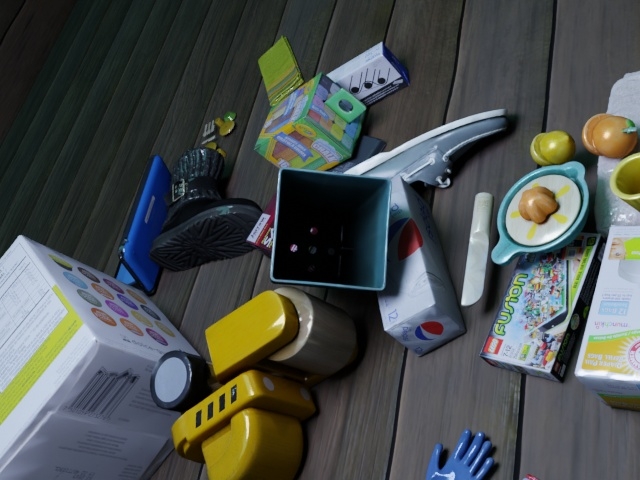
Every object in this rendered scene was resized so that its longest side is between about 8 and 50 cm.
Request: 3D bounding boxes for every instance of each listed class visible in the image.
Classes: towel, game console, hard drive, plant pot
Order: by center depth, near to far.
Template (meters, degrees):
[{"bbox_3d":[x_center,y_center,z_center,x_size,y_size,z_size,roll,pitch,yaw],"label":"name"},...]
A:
[{"bbox_3d":[0.482,-0.138,1.042,0.187,0.049,0.282,-10,53,41],"label":"towel"},{"bbox_3d":[0.000,0.000,1.196,0.234,0.166,0.165,135,140,-78],"label":"plant pot"},{"bbox_3d":[0.060,-0.148,1.500,0.094,0.022,0.135,24,78,52],"label":"hard drive"},{"bbox_3d":[-0.446,-0.019,1.796,0.174,0.250,0.293,0,56,14],"label":"game console"},{"bbox_3d":[-0.105,-0.427,1.901,0.102,0.021,0.237,-37,39,16],"label":"towel"}]

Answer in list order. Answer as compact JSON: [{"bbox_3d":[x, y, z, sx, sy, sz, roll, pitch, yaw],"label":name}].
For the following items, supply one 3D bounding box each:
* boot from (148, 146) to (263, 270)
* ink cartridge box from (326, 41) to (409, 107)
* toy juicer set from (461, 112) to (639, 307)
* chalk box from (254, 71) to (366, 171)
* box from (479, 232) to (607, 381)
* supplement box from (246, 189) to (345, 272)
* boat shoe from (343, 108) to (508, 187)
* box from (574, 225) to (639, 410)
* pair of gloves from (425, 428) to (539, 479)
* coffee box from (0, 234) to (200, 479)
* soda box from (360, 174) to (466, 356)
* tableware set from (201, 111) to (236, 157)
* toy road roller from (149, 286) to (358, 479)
[{"bbox_3d":[-0.235,-0.094,1.666,0.348,0.131,0.260,-15,50,38],"label":"boot"},{"bbox_3d":[0.070,-0.316,1.568,0.207,0.097,0.046,-25,44,31],"label":"ink cartridge box"},{"bbox_3d":[0.303,-0.067,1.065,0.329,0.089,0.209,-32,43,29],"label":"toy juicer set"},{"bbox_3d":[-0.005,-0.228,1.508,0.213,0.132,0.132,-25,38,46],"label":"chalk box"},{"bbox_3d":[0.309,0.084,1.044,0.114,0.036,0.207,6,64,48],"label":"box"},{"bbox_3d":[-0.025,-0.012,1.433,0.239,0.073,0.130,17,73,51],"label":"supplement box"},{"bbox_3d":[0.188,-0.133,1.326,0.320,0.116,0.099,-23,88,22],"label":"boat shoe"},{"bbox_3d":[0.393,0.093,0.896,0.114,0.103,0.203,-1,59,46],"label":"box"},{"bbox_3d":[0.197,0.336,0.962,0.159,0.023,0.198,-53,38,-5],"label":"pair of gloves"},{"bbox_3d":[-0.460,0.255,1.383,0.338,0.338,0.334,-52,52,1],"label":"coffee box"},{"bbox_3d":[0.140,0.034,1.208,0.091,0.098,0.286,-32,41,23],"label":"soda box"},{"bbox_3d":[-0.253,-0.259,1.913,0.104,0.024,0.154,-25,43,25],"label":"tableware set"},{"bbox_3d":[-0.085,0.251,1.186,0.330,0.202,0.240,-36,54,19],"label":"toy road roller"}]
